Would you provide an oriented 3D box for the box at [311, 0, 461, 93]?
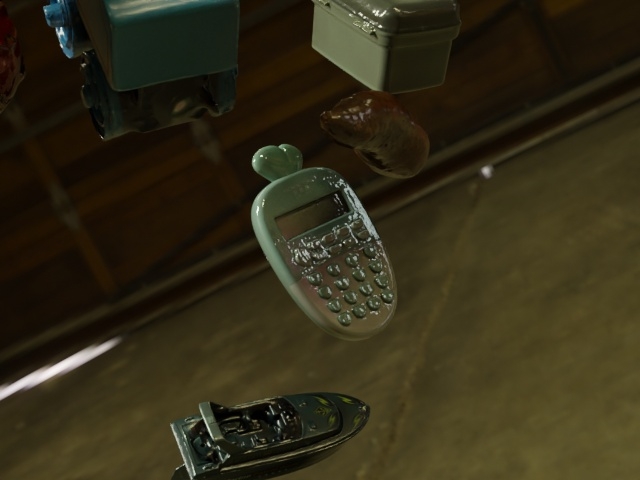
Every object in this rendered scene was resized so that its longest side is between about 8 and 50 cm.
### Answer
[{"bbox_3d":[0.083,-0.296,1.943,0.148,0.129,0.210,-13,36,-31],"label":"box"}]

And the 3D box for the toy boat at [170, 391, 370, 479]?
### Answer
[{"bbox_3d":[-0.055,0.224,1.660,0.246,0.103,0.093,-11,46,-18],"label":"toy boat"}]

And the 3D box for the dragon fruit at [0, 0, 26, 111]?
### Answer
[{"bbox_3d":[-0.411,-0.163,1.617,0.125,0.246,0.125,13,1,16],"label":"dragon fruit"}]

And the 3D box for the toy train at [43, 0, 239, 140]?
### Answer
[{"bbox_3d":[-0.200,-0.273,1.585,0.188,0.300,0.265,-13,-38,-18],"label":"toy train"}]

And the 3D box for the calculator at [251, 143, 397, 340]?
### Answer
[{"bbox_3d":[0.000,0.000,1.930,0.184,0.295,0.042,-25,-7,-40],"label":"calculator"}]

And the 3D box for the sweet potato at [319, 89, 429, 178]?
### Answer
[{"bbox_3d":[0.067,-0.146,1.823,0.097,0.097,0.292,-25,-18,18],"label":"sweet potato"}]
